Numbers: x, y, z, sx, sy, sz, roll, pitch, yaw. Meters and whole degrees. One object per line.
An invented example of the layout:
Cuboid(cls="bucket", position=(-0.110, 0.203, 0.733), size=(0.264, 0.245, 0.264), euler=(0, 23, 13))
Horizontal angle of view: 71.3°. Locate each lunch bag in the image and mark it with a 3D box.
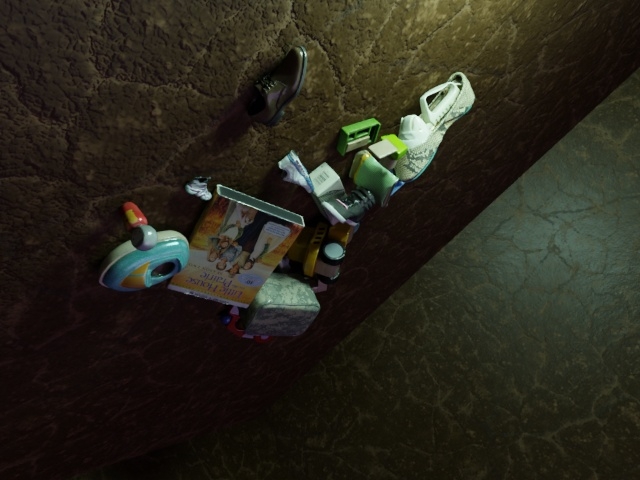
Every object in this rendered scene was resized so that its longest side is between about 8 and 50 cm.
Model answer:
Cuboid(cls="lunch bag", position=(-0.184, 0.233, 1.809), size=(0.305, 0.256, 0.212), euler=(9, 128, -36))

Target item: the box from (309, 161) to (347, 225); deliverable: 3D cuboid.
Cuboid(cls="box", position=(0.033, -0.169, 1.692), size=(0.113, 0.094, 0.275), euler=(-40, 155, -2))

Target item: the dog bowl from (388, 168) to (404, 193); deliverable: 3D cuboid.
Cuboid(cls="dog bowl", position=(0.316, -0.283, 1.915), size=(0.297, 0.074, 0.166), euler=(-43, 155, 6))

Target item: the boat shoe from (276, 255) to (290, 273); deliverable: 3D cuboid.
Cuboid(cls="boat shoe", position=(-0.162, 0.096, 1.910), size=(0.063, 0.066, 0.184), euler=(-48, 155, -15))

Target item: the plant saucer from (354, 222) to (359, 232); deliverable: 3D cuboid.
Cuboid(cls="plant saucer", position=(0.143, -0.054, 2.121), size=(0.119, 0.021, 0.119), euler=(-30, 153, -17))

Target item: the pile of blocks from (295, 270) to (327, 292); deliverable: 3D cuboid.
Cuboid(cls="pile of blocks", position=(-0.067, 0.177, 2.046), size=(0.113, 0.149, 0.362), euler=(-10, 173, -15))

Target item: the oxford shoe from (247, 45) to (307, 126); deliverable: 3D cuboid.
Cuboid(cls="oxford shoe", position=(-0.112, -0.394, 1.140), size=(0.096, 0.083, 0.227), euler=(2, 132, -49))

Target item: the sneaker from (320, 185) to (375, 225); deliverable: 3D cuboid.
Cuboid(cls="sneaker", position=(0.106, -0.141, 1.620), size=(0.147, 0.104, 0.296), euler=(-50, 160, 13))

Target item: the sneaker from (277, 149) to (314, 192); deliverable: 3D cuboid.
Cuboid(cls="sneaker", position=(-0.085, -0.217, 1.490), size=(0.083, 0.071, 0.190), euler=(-30, 140, 6))

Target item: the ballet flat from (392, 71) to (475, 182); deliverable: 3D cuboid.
Cuboid(cls="ballet flat", position=(0.393, -0.438, 1.637), size=(0.483, 0.164, 0.182), euler=(-50, 132, -15))

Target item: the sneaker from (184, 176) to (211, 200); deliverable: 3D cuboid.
Cuboid(cls="sneaker", position=(-0.333, -0.156, 1.282), size=(0.069, 0.038, 0.098), euler=(-45, 155, 14))

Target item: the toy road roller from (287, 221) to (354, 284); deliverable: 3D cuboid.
Cuboid(cls="toy road roller", position=(0.000, 0.000, 1.870), size=(0.202, 0.241, 0.329), euler=(101, 8, -53))

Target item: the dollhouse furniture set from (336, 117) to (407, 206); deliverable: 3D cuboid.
Cuboid(cls="dollhouse furniture set", position=(0.163, -0.252, 1.611), size=(0.151, 0.197, 0.301), euler=(-27, 152, -27))

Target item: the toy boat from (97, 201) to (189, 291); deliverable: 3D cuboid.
Cuboid(cls="toy boat", position=(-0.496, 0.040, 1.256), size=(0.267, 0.148, 0.318), euler=(-26, 152, -26))

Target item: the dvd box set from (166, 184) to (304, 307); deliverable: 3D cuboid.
Cuboid(cls="dvd box set", position=(-0.289, 0.040, 1.486), size=(0.308, 0.062, 0.420), euler=(21, 122, -28))

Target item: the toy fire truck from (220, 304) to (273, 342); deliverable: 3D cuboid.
Cuboid(cls="toy fire truck", position=(-0.307, 0.320, 2.004), size=(0.254, 0.169, 0.302), euler=(19, 120, -34))
